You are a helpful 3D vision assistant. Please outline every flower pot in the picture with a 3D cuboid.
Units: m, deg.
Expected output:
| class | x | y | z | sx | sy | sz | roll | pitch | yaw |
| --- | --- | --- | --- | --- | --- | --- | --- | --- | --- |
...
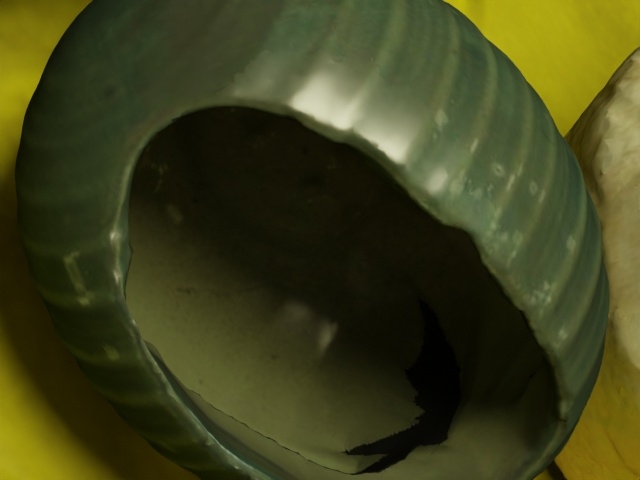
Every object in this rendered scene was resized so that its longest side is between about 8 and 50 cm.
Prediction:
| class | x | y | z | sx | sy | sz | roll | pitch | yaw |
| --- | --- | --- | --- | --- | --- | --- | --- | --- | --- |
| flower pot | 0.000 | 0.000 | 0.646 | 0.243 | 0.189 | 0.157 | 48 | 15 | -33 |

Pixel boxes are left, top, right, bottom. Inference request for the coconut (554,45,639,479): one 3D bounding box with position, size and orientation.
| class | x | y | z | sx | sy | sz | roll | pitch | yaw |
| --- | --- | --- | --- | --- | --- | --- | --- | --- | --- |
| coconut | 0.238 | 0.015 | 0.797 | 0.329 | 0.329 | 0.328 | 19 | 59 | -34 |
